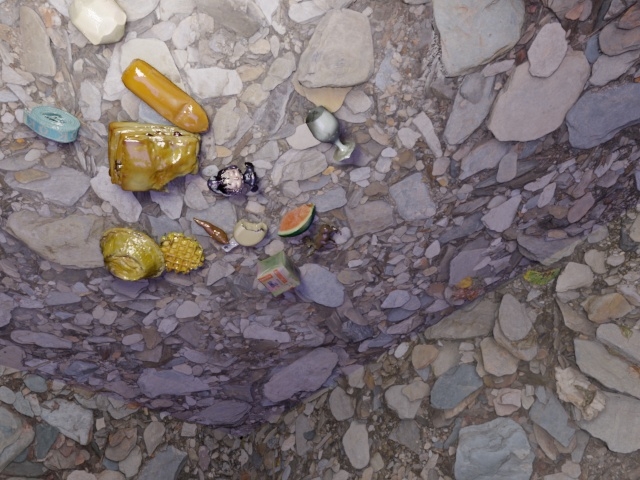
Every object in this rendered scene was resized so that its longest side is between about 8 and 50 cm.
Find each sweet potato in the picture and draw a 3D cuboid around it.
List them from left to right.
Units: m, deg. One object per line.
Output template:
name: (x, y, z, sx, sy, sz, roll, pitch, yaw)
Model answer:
sweet potato: (-0.549, -0.051, 2.112, 0.226, 0.068, 0.068, 38, 118, -14)

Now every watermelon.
watermelon: (-0.101, -0.077, 2.143, 0.231, 0.129, 0.146, -25, 149, 9)

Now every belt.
belt: (-1.030, -0.449, 1.616, 0.163, 0.148, 0.082, 37, 124, -2)

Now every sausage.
sausage: (-0.590, -0.546, 1.624, 0.134, 0.116, 0.354, -45, 128, 10)

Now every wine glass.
wine glass: (0.041, -0.461, 1.803, 0.126, 0.127, 0.241, -31, 130, 17)

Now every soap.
soap: (-0.232, 0.186, 2.319, 0.182, 0.139, 0.199, -25, 131, 14)

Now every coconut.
coconut: (-0.739, -0.737, 1.397, 0.161, 0.161, 0.162, -33, 121, 19)

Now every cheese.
cheese: (-0.391, -0.009, 2.162, 0.163, 0.071, 0.249, 24, 123, -26)

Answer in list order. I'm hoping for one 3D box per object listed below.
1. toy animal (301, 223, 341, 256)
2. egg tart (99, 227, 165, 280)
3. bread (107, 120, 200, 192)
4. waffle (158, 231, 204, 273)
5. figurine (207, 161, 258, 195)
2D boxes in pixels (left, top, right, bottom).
toy animal: (0.000, 0.000, 2.237, 0.185, 0.094, 0.214, 3, 123, -19)
egg tart: (-0.951, 0.097, 2.087, 0.344, 0.133, 0.346, 2, 131, 2)
bread: (-0.701, -0.328, 1.748, 0.369, 0.192, 0.314, 7, 129, -18)
waffle: (-0.747, 0.076, 2.184, 0.262, 0.060, 0.281, -19, 132, 7)
figurine: (-0.405, -0.276, 1.900, 0.222, 0.145, 0.146, -10, 133, -16)
